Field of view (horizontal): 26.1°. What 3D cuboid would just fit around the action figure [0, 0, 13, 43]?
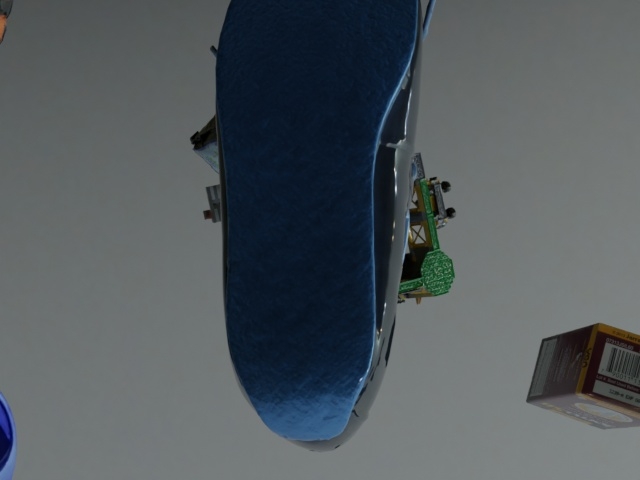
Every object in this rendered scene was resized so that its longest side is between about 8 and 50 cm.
[{"bbox_3d":[-0.246,-0.235,0.765,0.178,0.330,0.341,27,177,44],"label":"action figure"}]

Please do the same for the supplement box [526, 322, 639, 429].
[{"bbox_3d":[0.305,0.150,1.493,0.104,0.081,0.188,19,168,-5],"label":"supplement box"}]

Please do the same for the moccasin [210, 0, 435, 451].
[{"bbox_3d":[-0.008,-0.042,0.829,0.137,0.342,0.117,6,158,10],"label":"moccasin"}]

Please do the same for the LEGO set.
[{"bbox_3d":[0.000,0.000,1.803,0.331,0.255,0.192,-24,-170,-38],"label":"LEGO set"}]

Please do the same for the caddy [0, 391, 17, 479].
[{"bbox_3d":[-0.479,0.218,1.435,0.179,0.241,0.341,23,179,44],"label":"caddy"}]

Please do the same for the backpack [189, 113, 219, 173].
[{"bbox_3d":[-0.052,-0.106,1.285,0.105,0.084,0.114,-55,-164,-18],"label":"backpack"}]
